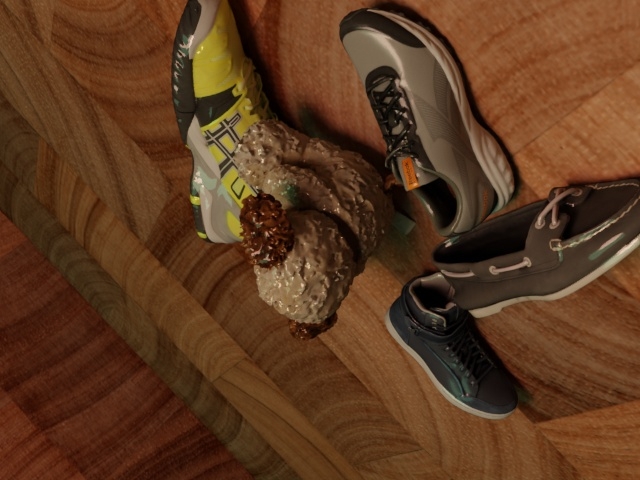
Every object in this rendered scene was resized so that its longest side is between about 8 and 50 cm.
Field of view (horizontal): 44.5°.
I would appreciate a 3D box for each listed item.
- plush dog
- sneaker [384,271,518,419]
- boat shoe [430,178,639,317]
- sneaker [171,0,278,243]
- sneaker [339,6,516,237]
[{"bbox_3d":[0.000,0.000,0.945,0.211,0.225,0.262,-1,134,31],"label":"plush dog"},{"bbox_3d":[0.191,0.139,1.053,0.226,0.086,0.163,41,152,12],"label":"sneaker"},{"bbox_3d":[0.220,0.003,0.830,0.095,0.112,0.335,43,154,-3],"label":"boat shoe"},{"bbox_3d":[-0.107,-0.160,1.064,0.147,0.145,0.384,2,133,8],"label":"sneaker"},{"bbox_3d":[0.104,-0.124,0.829,0.271,0.108,0.100,54,151,-11],"label":"sneaker"}]
